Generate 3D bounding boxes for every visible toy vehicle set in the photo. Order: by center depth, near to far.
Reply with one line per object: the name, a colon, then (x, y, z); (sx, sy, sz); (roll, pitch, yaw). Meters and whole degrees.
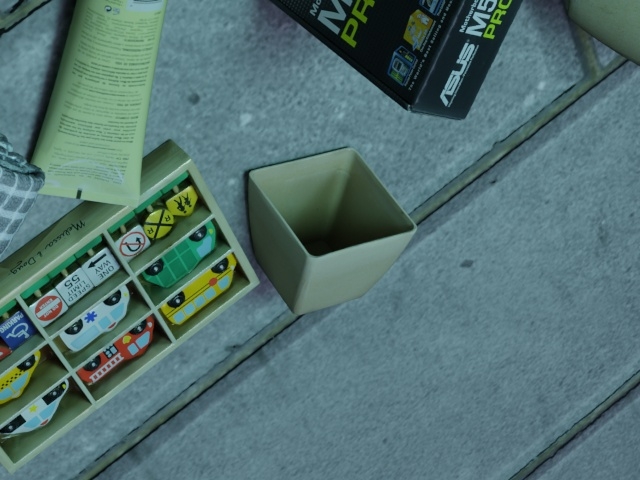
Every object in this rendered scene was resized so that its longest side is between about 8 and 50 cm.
toy vehicle set: (-0.189, 0.056, 1.434); (0.267, 0.035, 0.166); (-38, 137, -9)

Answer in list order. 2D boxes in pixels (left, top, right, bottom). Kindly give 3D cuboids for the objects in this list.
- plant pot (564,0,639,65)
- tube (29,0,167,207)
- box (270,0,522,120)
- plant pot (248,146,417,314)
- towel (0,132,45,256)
plant pot: (0.298, -0.252, 1.448); (0.191, 0.284, 0.284); (-2, 130, 4)
tube: (-0.159, -0.131, 1.303); (0.062, 0.070, 0.240); (-33, 145, -53)
box: (0.078, -0.254, 1.277); (0.060, 0.216, 0.270); (6, 118, -43)
plant pot: (0.000, 0.000, 1.498); (0.109, 0.109, 0.096); (-15, 141, -30)
towel: (-0.356, -0.004, 1.193); (0.284, 0.121, 0.235); (23, 105, -46)
